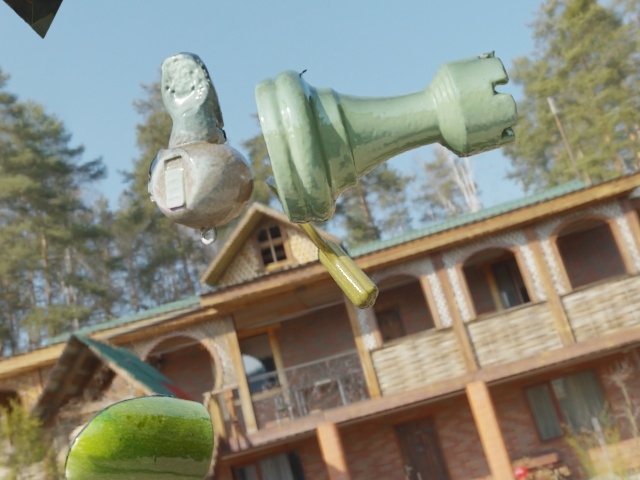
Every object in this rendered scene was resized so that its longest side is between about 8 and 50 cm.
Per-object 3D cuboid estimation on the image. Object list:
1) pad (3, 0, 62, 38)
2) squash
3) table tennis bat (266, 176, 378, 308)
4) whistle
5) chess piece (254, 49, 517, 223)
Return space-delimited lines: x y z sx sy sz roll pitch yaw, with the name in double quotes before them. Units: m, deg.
"pad" -0.553 -0.510 1.402 0.004 0.164 0.243 15 -14 20
"squash" -0.411 0.453 1.626 0.309 0.233 0.210 19 5 -32
"table tennis bat" 0.000 0.000 1.386 0.050 0.321 0.198 -39 -29 -1
"whistle" -0.214 -0.165 1.360 0.189 0.348 0.189 -8 -4 -1
"chess piece" 0.082 -0.141 0.940 0.299 0.194 0.194 -13 -17 1
